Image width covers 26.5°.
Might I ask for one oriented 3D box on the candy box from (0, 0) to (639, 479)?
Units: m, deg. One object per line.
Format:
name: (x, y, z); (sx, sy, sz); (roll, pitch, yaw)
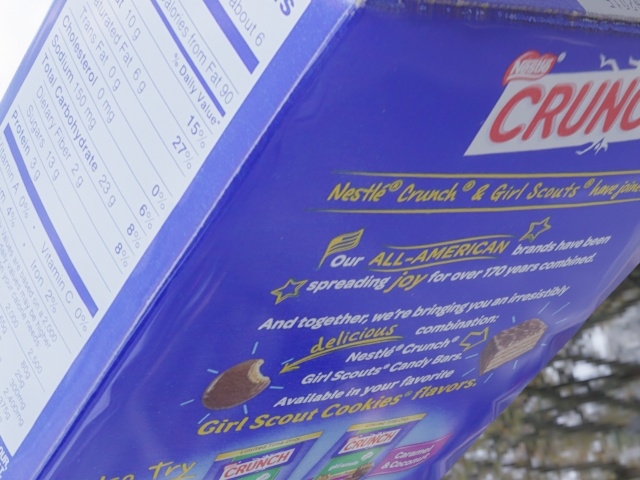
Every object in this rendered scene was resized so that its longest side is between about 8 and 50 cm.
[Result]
candy box: (0.000, 0.000, 0.528); (0.268, 0.317, 0.122); (-3, -130, -45)
